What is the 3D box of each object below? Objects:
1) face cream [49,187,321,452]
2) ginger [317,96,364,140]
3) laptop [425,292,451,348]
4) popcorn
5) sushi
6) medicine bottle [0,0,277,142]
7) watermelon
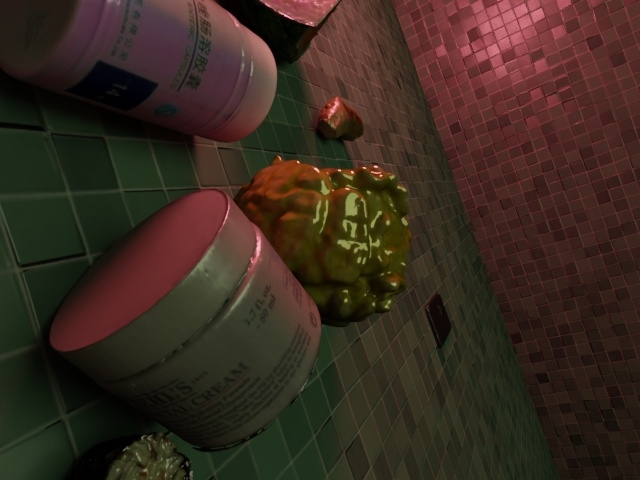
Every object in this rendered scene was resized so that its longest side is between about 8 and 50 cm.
[{"bbox_3d":[-0.106,0.067,0.384,0.153,0.177,0.177,54,31,-30],"label":"face cream"},{"bbox_3d":[0.046,-0.277,1.020,0.190,0.069,0.095,-9,76,-62],"label":"ginger"},{"bbox_3d":[0.364,0.240,1.334,0.180,0.016,0.129,-19,89,-62],"label":"laptop"},{"bbox_3d":[0.005,-0.006,0.564,0.249,0.249,0.225,25,84,-55],"label":"popcorn"},{"bbox_3d":[-0.139,0.227,0.328,0.090,0.078,0.150,7,68,-61],"label":"sushi"},{"bbox_3d":[-0.175,-0.203,0.463,0.254,0.152,0.152,2,71,-61],"label":"medicine bottle"},{"bbox_3d":[-0.045,-0.464,0.860,0.292,0.319,0.222,-50,159,-18],"label":"watermelon"}]
